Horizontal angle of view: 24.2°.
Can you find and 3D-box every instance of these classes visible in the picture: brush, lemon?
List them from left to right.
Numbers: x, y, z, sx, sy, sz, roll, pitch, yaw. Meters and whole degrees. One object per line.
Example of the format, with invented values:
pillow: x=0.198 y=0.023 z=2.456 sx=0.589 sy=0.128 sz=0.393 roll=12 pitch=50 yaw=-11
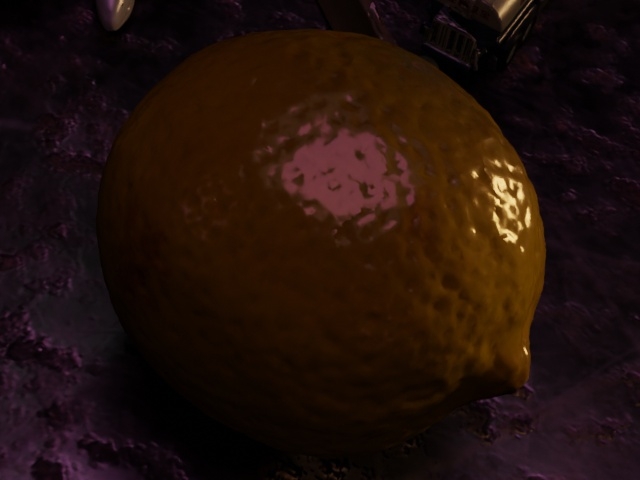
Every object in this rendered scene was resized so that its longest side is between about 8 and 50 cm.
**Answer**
lemon: x=-0.001 y=0.001 z=0.882 sx=0.267 sy=0.267 sz=0.267 roll=5 pitch=51 yaw=-6
brush: x=0.053 y=-0.140 z=1.127 sx=0.048 sy=0.054 sz=0.282 roll=-8 pitch=53 yaw=-27

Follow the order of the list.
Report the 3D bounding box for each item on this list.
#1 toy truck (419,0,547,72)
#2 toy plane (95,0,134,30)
toy truck: x=0.143 y=-0.207 z=1.173 sx=0.074 sy=0.088 sz=0.202 roll=28 pitch=52 yaw=14
toy plane: x=-0.156 y=-0.232 z=1.158 sx=0.162 sy=0.066 sz=0.171 roll=-2 pitch=47 yaw=3
